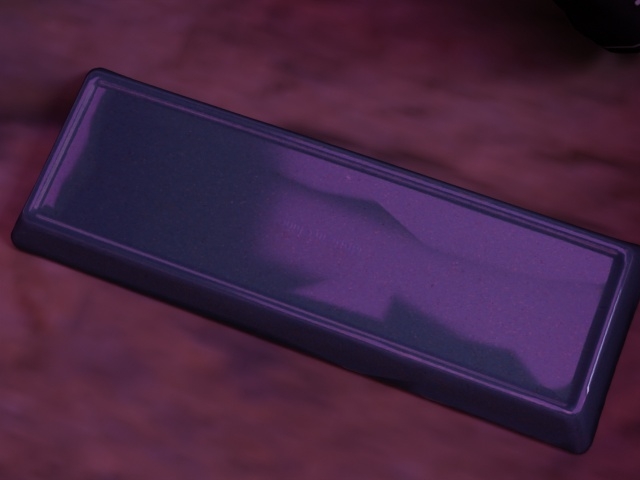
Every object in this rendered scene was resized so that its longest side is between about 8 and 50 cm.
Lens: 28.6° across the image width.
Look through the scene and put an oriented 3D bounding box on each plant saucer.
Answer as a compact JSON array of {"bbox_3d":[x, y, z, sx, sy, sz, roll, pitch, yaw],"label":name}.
[{"bbox_3d":[0.000,0.000,0.384,0.192,0.018,0.067,19,74,12],"label":"plant saucer"}]

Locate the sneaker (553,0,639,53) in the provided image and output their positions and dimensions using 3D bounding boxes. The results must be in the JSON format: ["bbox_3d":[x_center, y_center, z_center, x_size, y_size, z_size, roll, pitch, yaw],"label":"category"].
[{"bbox_3d":[0.133,-0.147,0.349,0.316,0.127,0.182,0,82,33],"label":"sneaker"}]
